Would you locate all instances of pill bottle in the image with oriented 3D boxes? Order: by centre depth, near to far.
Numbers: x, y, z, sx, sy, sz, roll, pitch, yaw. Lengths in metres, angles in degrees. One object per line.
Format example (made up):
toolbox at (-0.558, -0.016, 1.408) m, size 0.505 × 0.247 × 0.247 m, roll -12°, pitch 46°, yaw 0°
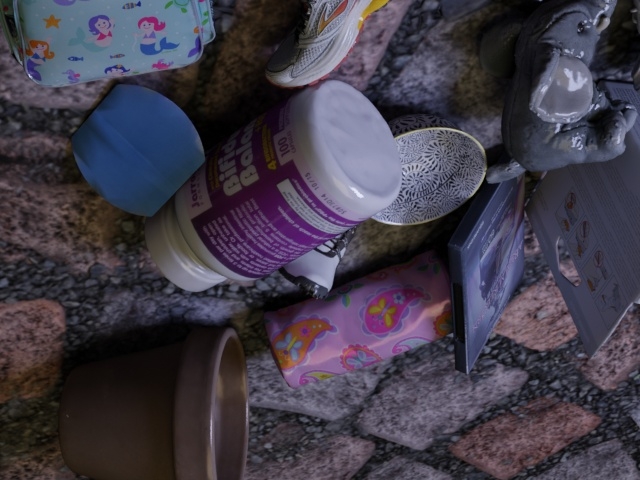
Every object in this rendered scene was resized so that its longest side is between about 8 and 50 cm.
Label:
pill bottle at (-0.065, -0.053, 1.616) m, size 0.301 × 0.169 × 0.169 m, roll -30°, pitch 139°, yaw 33°

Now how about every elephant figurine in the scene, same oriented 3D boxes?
elephant figurine at (0.271, -0.209, 1.606) m, size 0.169 × 0.186 × 0.239 m, roll 4°, pitch 138°, yaw 32°

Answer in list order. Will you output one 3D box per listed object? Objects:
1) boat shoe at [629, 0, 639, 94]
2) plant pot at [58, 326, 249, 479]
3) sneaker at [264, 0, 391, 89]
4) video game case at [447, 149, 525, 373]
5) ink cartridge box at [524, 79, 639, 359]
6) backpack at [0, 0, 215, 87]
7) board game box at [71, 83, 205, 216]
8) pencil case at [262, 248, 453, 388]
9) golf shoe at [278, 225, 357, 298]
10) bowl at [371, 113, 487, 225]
boat shoe at (0.406, -0.281, 1.597) m, size 0.088 × 0.096 × 0.267 m, roll 19°, pitch 141°, yaw 2°
plant pot at (-0.231, 0.250, 1.892) m, size 0.229 × 0.263 × 0.263 m, roll -1°, pitch 140°, yaw 9°
sneaker at (0.005, -0.264, 1.493) m, size 0.092 × 0.088 × 0.225 m, roll 24°, pitch 116°, yaw -33°
video game case at (0.226, 0.027, 1.828) m, size 0.026 × 0.196 × 0.274 m, roll 19°, pitch 145°, yaw 23°
ink cartridge box at (0.372, -0.025, 1.729) m, size 0.060 × 0.275 × 0.239 m, roll 3°, pitch 137°, yaw -21°
backpack at (-0.217, -0.283, 1.319) m, size 0.225 × 0.191 × 0.254 m, roll -9°, pitch 134°, yaw -7°
board game box at (-0.210, -0.112, 1.601) m, size 0.133 × 0.033 × 0.168 m, roll 43°, pitch 123°, yaw -7°
pencil case at (0.065, 0.108, 1.902) m, size 0.284 × 0.124 × 0.124 m, roll -22°, pitch 139°, yaw 6°
golf shoe at (0.000, 0.000, 1.717) m, size 0.077 × 0.198 × 0.094 m, roll 29°, pitch 113°, yaw -9°
bowl at (0.114, -0.104, 1.703) m, size 0.170 × 0.080 × 0.170 m, roll -10°, pitch 139°, yaw -9°
